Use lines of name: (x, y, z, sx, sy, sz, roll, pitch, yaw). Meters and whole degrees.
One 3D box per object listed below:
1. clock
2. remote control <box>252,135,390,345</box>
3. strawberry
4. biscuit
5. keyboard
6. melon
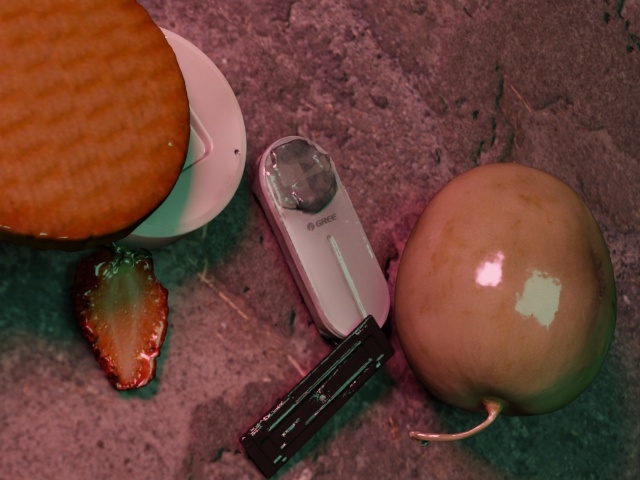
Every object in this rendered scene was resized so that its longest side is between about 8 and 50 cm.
clock: (-0.191, -0.107, 1.071, 0.230, 0.083, 0.230, 8, 73, -30)
remote control: (0.000, 0.000, 1.186, 0.104, 0.052, 0.247, -24, 91, -36)
strawberry: (-0.201, 0.074, 1.038, 0.104, 0.048, 0.152, -4, 96, -41)
biscuit: (-0.258, -0.139, 0.940, 0.318, 0.040, 0.318, 18, 59, -32)
keyboard: (-0.001, 0.168, 1.134, 0.204, 0.013, 0.061, -42, 116, -21)
melon: (0.210, 0.059, 1.192, 0.272, 0.272, 0.308, -1, 72, -34)
